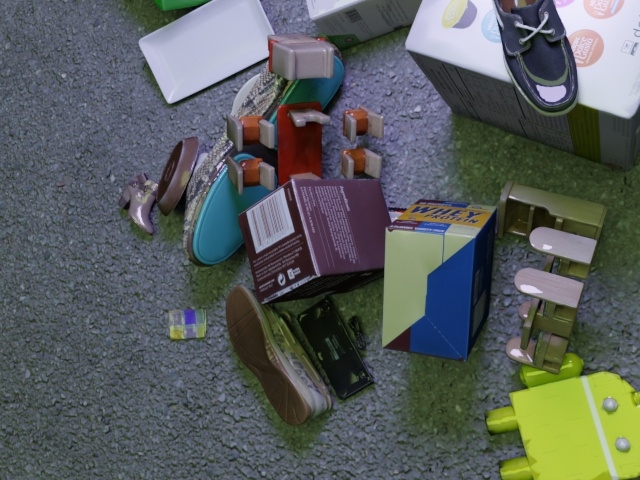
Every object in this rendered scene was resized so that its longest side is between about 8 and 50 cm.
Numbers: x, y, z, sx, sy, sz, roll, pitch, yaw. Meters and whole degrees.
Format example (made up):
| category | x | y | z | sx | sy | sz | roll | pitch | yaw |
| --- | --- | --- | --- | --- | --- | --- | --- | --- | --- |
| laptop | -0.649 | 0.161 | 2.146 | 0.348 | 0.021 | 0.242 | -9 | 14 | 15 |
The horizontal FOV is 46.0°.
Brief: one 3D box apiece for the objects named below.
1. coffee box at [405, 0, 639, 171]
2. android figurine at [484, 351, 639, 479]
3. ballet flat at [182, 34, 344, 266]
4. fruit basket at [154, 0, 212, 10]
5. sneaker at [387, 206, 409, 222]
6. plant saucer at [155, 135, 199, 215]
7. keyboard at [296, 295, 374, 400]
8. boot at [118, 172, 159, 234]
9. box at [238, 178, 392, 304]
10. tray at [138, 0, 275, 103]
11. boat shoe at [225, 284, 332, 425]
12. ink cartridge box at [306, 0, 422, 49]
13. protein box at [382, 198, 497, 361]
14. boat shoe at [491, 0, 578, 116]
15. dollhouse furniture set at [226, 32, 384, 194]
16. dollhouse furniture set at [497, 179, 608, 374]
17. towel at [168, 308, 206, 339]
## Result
| category | x | y | z | sx | sy | sz | roll | pitch | yaw |
| --- | --- | --- | --- | --- | --- | --- | --- | --- | --- |
| coffee box | 0.373 | -0.344 | 1.143 | 0.334 | 0.338 | 0.338 | 24 | 93 | 23 |
| android figurine | 0.409 | 0.306 | 1.203 | 0.273 | 0.056 | 0.248 | -16 | 78 | 20 |
| ballet flat | -0.136 | -0.181 | 1.433 | 0.182 | 0.164 | 0.483 | 31 | 89 | 43 |
| fruit basket | -0.204 | -0.654 | 1.437 | 0.283 | 0.392 | 0.392 | 43 | 99 | 19 |
| sneaker | 0.154 | -0.017 | 1.345 | 0.161 | 0.057 | 0.075 | 6 | 102 | 20 |
| plant saucer | -0.284 | -0.130 | 1.472 | 0.168 | 0.029 | 0.168 | -48 | 30 | 39 |
| keyboard | 0.038 | 0.189 | 1.375 | 0.108 | 0.023 | 0.180 | -35 | 74 | 20 |
| boot | -0.359 | -0.080 | 1.550 | 0.118 | 0.042 | 0.087 | 44 | 92 | 13 |
| box | 0.000 | 0.000 | 1.287 | 0.168 | 0.203 | 0.167 | -29 | 71 | 46 |
| tray | -0.223 | -0.395 | 1.522 | 0.270 | 0.030 | 0.145 | -22 | 102 | 17 |
| boat shoe | -0.082 | 0.206 | 1.393 | 0.104 | 0.089 | 0.285 | -46 | 66 | 38 |
| ink cartridge box | 0.100 | -0.443 | 1.355 | 0.219 | 0.160 | 0.093 | -16 | 78 | 17 |
| protein box | 0.194 | 0.055 | 1.207 | 0.136 | 0.201 | 0.200 | 7 | 107 | 20 |
| boat shoe | 0.264 | -0.268 | 0.955 | 0.084 | 0.079 | 0.233 | -18 | 80 | 18 |
| dollhouse furniture set | -0.036 | -0.217 | 1.308 | 0.135 | 0.262 | 0.259 | -133 | 39 | -58 |
| dollhouse furniture set | 0.333 | 0.046 | 1.180 | 0.161 | 0.212 | 0.242 | 17 | 59 | 20 |
| towel | -0.266 | 0.166 | 1.498 | 0.083 | 0.009 | 0.060 | -4 | 81 | 20 |
